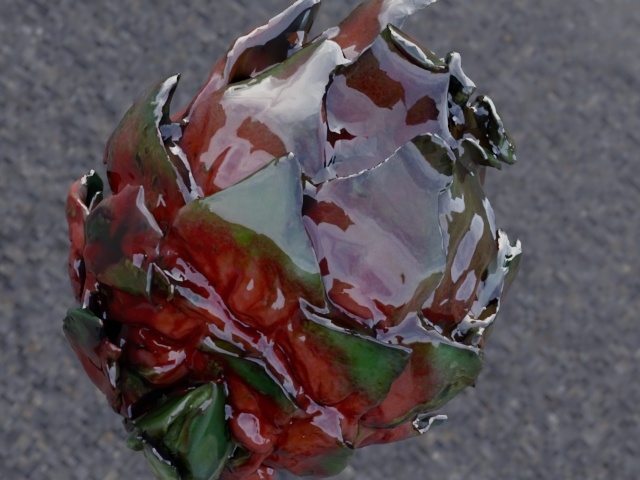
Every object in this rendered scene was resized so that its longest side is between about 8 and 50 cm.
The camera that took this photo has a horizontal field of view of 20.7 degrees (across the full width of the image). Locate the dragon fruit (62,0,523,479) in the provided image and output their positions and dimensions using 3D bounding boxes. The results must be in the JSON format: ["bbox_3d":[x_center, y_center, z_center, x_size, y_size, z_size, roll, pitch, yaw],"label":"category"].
[{"bbox_3d":[-0.008,0.005,0.688,0.182,0.189,0.182,159,-90,-90],"label":"dragon fruit"}]
